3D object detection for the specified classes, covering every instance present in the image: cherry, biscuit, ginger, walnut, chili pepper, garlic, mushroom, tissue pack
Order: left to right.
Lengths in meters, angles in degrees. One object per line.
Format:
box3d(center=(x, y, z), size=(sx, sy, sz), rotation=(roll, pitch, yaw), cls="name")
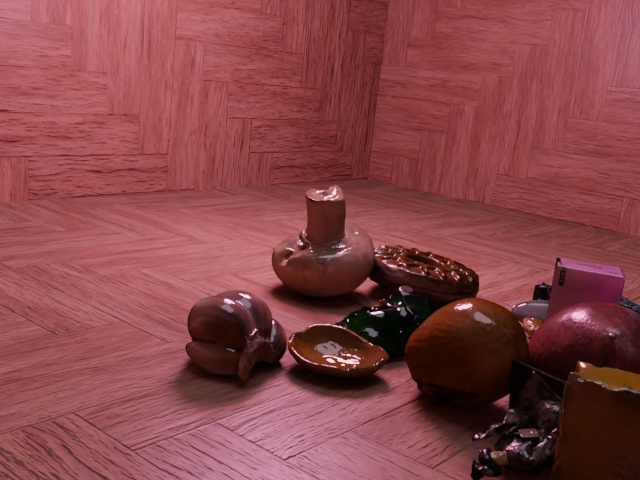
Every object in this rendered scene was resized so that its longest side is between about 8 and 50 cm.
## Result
box3d(center=(-0.166, 0.176, 1.543), size=(0.191, 0.160, 0.214), rotation=(19, 20, 29), cls="garlic")
box3d(center=(0.000, 0.000, 2.077), size=(0.292, 0.290, 0.292), rotation=(-9, 21, 4), cls="mushroom")
box3d(center=(0.177, 0.188, 1.717), size=(0.264, 0.116, 0.148), rotation=(-3, 30, -26), cls="chili pepper")
box3d(center=(0.289, 0.097, 2.180), size=(0.332, 0.103, 0.332), rotation=(14, 11, -3), cls="biscuit")
box3d(center=(0.274, 0.213, 1.464), size=(0.203, 0.203, 0.298), rotation=(1, -9, -23), cls="walnut")
box3d(center=(0.598, 0.235, 1.878), size=(0.133, 0.059, 0.214), rotation=(-12, 20, -34), cls="ginger")
box3d(center=(0.578, 0.174, 1.695), size=(0.148, 0.246, 0.092), rotation=(9, 13, 14), cls="tissue pack")
box3d(center=(0.510, 0.229, 1.412), size=(0.261, 0.307, 0.221), rotation=(12, 58, 16), cls="cherry")

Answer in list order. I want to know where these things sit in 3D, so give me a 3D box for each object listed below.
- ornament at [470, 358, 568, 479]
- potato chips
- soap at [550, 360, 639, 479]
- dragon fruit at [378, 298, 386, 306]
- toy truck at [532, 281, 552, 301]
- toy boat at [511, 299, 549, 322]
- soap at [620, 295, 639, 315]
box3d(center=(0.313, 0.314, 1.226), size=(0.196, 0.153, 0.166), rotation=(-15, 22, -36), cls="ornament")
box3d(center=(0.034, 0.240, 1.573), size=(0.208, 0.062, 0.195), rotation=(7, 18, -2), cls="potato chips")
box3d(center=(0.409, 0.300, 1.091), size=(0.135, 0.233, 0.076), rotation=(12, 20, 29), cls="soap")
box3d(center=(0.197, 0.195, 1.856), size=(0.126, 0.068, 0.112), rotation=(12, 21, -48), cls="dragon fruit")
box3d(center=(0.694, 0.166, 2.211), size=(0.147, 0.065, 0.079), rotation=(14, 13, 33), cls="toy truck")
box3d(center=(0.627, 0.201, 2.008), size=(0.260, 0.078, 0.085), rotation=(7, -12, -3), cls="toy boat")
box3d(center=(0.755, 0.213, 1.795), size=(0.273, 0.098, 0.218), rotation=(32, 11, 21), cls="soap")
